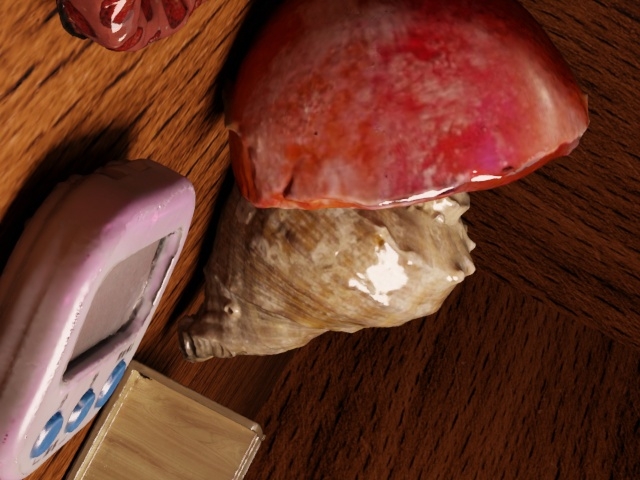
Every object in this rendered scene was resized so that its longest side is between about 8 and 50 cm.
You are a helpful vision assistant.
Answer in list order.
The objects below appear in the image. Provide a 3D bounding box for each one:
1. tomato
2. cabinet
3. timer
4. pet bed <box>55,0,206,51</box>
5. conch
[{"bbox_3d":[0.062,-0.144,1.096,0.309,0.309,0.170,-55,137,-58],"label":"tomato"},{"bbox_3d":[-0.154,0.236,1.358,0.174,0.148,0.215,-62,176,-10],"label":"cabinet"},{"bbox_3d":[-0.151,0.042,0.835,0.190,0.069,0.208,-64,174,13],"label":"timer"},{"bbox_3d":[-0.066,-0.179,0.651,0.201,0.054,0.201,24,90,-90],"label":"pet bed"},{"bbox_3d":[-0.005,-0.017,1.347,0.297,0.352,0.210,-39,112,-68],"label":"conch"}]
